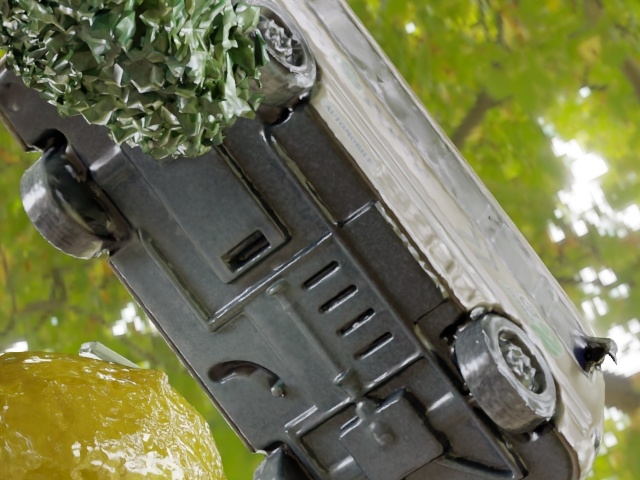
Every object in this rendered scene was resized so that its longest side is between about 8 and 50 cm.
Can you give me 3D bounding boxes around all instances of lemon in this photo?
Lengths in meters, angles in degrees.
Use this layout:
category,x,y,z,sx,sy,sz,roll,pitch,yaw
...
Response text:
category,x,y,z,sx,sy,sz,roll,pitch,yaw
lemon,-0.199,0.195,1.213,0.288,0.233,0.233,16,-53,-23

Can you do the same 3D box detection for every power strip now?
category,x,y,z,sx,sy,sz,roll,pitch,yaw
power strip,-0.231,0.140,1.825,0.090,0.016,0.040,33,-22,-21

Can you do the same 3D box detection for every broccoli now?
category,x,y,z,sx,sy,sz,roll,pitch,yaw
broccoli,-0.042,-0.135,0.524,0.194,0.219,0.194,-25,-32,-17

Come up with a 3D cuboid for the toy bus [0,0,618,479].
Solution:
category,x,y,z,sx,sy,sz,roll,pitch,yaw
toy bus,0.000,0.000,0.715,0.139,0.157,0.289,-38,-89,26
